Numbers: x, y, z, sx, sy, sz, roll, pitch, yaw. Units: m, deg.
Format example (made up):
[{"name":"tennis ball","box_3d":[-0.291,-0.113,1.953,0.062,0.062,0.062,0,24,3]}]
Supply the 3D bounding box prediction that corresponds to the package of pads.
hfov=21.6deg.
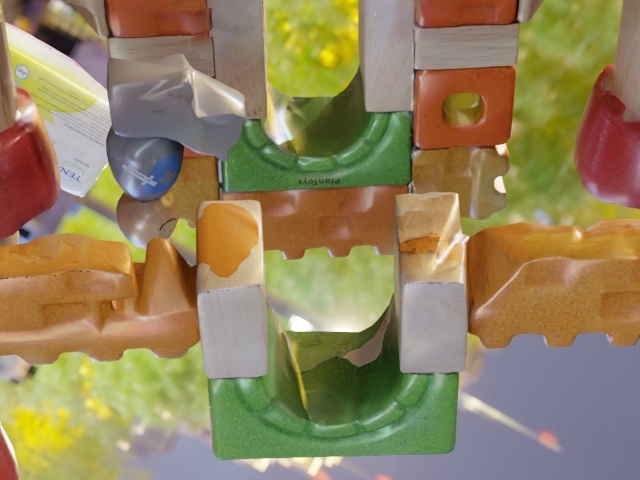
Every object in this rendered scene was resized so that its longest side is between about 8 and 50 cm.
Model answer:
[{"name":"package of pads","box_3d":[-0.316,-0.153,1.593,0.101,0.229,0.296,-59,-156,4]}]

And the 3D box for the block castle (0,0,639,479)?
[{"name":"block castle","box_3d":[0.000,0.000,0.811,0.303,0.453,0.213,-93,-178,-46]}]
